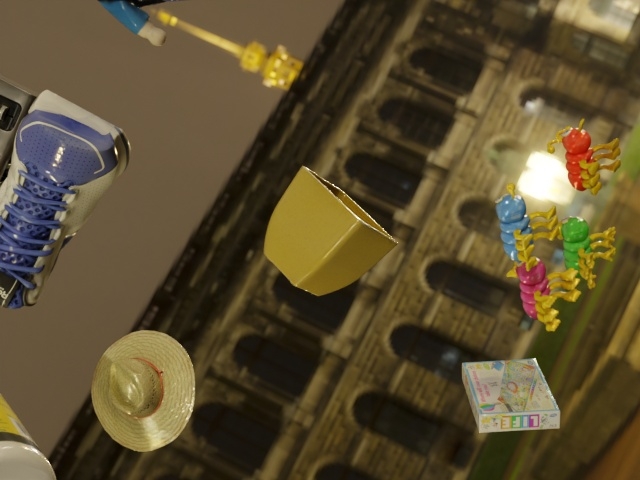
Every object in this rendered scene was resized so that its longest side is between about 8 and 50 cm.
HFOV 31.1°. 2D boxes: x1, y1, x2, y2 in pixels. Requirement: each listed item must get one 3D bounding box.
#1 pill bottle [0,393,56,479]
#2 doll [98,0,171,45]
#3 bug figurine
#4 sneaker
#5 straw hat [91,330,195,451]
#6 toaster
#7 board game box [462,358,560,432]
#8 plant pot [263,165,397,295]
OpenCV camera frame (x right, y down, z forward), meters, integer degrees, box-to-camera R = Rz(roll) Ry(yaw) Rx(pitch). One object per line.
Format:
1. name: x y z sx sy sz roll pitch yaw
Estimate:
1. pill bottle: -0.304 0.155 0.907 0.119 0.208 0.119 -22 -49 -29
2. doll: -0.144 -0.226 0.956 0.046 0.188 0.129 -65 -30 -59
3. bug figurine: 0.293 -0.017 1.440 0.279 0.072 0.216 -39 -54 -43
4. sneaker: -0.330 -0.020 1.336 0.315 0.127 0.182 -44 23 56
5. straw hat: -0.217 0.170 1.335 0.145 0.144 0.061 -64 -21 -5
6. toaster: -0.493 -0.162 1.715 0.168 0.110 0.186 -64 3 3
7. board game box: 0.249 0.203 1.519 0.154 0.103 0.026 -93 1 -70
8. plant pot: 0.000 0.000 0.998 0.083 0.081 0.081 -49 -30 7
